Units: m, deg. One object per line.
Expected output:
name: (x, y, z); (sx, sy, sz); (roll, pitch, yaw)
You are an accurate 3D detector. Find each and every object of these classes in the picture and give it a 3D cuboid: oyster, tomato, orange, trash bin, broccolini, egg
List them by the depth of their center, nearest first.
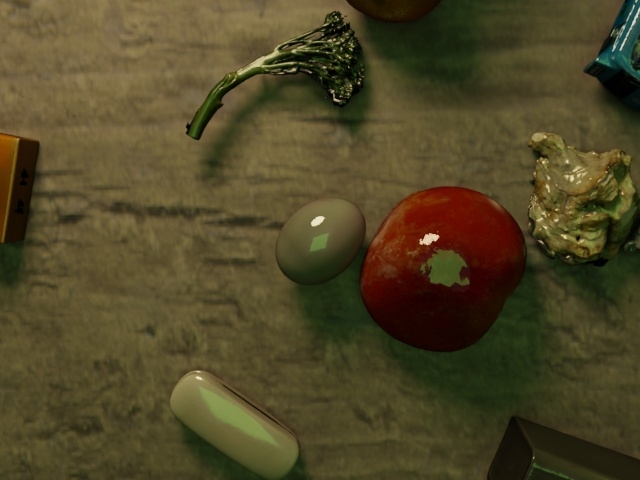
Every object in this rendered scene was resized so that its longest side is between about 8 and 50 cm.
orange: (0.094, -0.353, 0.848); (0.155, 0.154, 0.134); (18, 78, 2)
tomato: (0.157, 0.040, 0.882); (0.201, 0.139, 0.232); (28, 97, 7)
trash bin: (0.360, 0.343, 0.885); (0.241, 0.164, 0.122); (21, 96, 2)
oyster: (0.337, -0.061, 0.893); (0.163, 0.081, 0.191); (-46, 74, 13)
egg: (0.000, 0.000, 0.905); (0.135, 0.103, 0.103); (-44, 91, 4)
broccolini: (-0.055, -0.196, 0.913); (0.272, 0.062, 0.123); (-32, 77, 0)

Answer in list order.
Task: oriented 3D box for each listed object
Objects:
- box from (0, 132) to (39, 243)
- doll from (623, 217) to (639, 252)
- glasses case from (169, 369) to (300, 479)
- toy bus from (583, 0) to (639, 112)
box: (-0.535, -0.093, 0.948); (0.238, 0.070, 0.152); (11, 96, 4)
doll: (0.488, -0.029, 0.894); (0.180, 0.079, 0.094); (-27, 125, 0)
glasses case: (-0.122, 0.265, 0.962); (0.204, 0.051, 0.081); (37, 97, 0)
toy bus: (0.450, -0.289, 0.849); (0.134, 0.113, 0.246); (26, 94, 5)
